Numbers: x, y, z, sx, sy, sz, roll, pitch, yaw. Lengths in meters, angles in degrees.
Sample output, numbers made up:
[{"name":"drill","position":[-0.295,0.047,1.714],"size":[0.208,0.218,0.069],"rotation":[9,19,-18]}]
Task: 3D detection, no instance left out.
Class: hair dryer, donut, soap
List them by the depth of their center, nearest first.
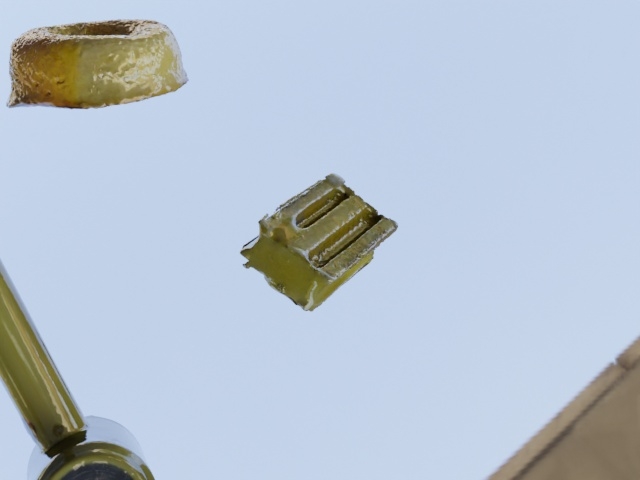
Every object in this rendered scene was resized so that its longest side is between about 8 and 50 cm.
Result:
[{"name":"hair dryer","position":[-0.208,0.096,0.681],"size":[0.090,0.279,0.135],"rotation":[-28,-175,-14]},{"name":"donut","position":[-0.227,-0.179,0.962],"size":[0.174,0.075,0.190],"rotation":[-17,-160,-35]},{"name":"soap","position":[0.001,-0.001,1.351],"size":[0.135,0.076,0.233],"rotation":[40,-145,8]}]
